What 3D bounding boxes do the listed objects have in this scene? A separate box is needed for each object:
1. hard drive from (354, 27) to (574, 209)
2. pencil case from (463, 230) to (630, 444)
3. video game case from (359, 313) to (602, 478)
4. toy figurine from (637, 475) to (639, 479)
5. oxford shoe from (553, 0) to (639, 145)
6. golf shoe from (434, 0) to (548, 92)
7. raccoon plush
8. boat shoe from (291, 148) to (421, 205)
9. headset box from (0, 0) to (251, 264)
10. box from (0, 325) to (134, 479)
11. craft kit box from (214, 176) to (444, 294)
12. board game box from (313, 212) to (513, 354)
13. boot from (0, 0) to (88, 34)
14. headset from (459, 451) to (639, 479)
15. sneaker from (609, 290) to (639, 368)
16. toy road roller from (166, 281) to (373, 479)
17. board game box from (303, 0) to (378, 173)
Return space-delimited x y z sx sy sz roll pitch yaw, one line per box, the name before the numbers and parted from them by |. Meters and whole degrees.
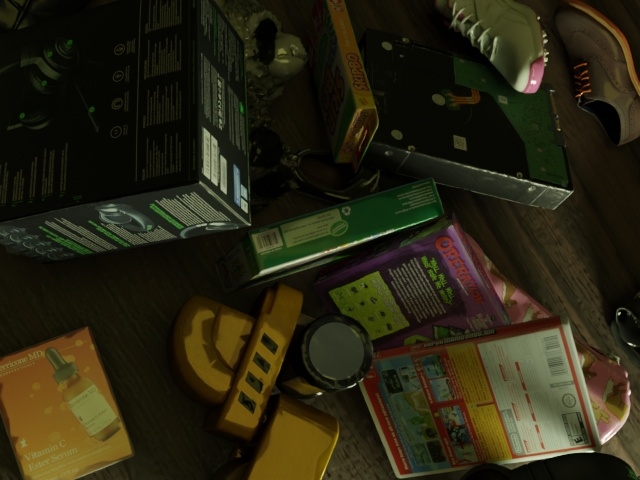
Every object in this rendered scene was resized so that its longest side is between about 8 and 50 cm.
hard drive | 0.217 -0.188 1.116 0.338 0.064 0.237 10 57 -15
pencil case | 0.270 0.146 1.061 0.386 0.160 0.167 39 61 -7
video game case | 0.207 0.216 0.959 0.285 0.025 0.204 -15 111 18
toy figurine | 0.552 0.455 1.108 0.213 0.148 0.210 -15 79 -17
oxford shoe | 0.477 -0.289 1.237 0.098 0.097 0.271 -37 92 -14
golf shoe | 0.260 -0.346 1.146 0.140 0.115 0.306 -8 55 -7
raccoon plush | -0.224 -0.181 0.951 0.446 0.216 0.299 -12 76 -18
boat shoe | 0.060 -0.088 1.080 0.233 0.079 0.084 11 76 -17
headset box | -0.234 -0.121 0.799 0.283 0.131 0.246 -11 68 15
box | -0.324 0.210 0.900 0.130 0.091 0.171 -20 87 -19
craft kit box | 0.000 0.000 0.956 0.249 0.246 0.061 -17 88 -19
board game box | 0.164 0.153 0.978 0.347 0.208 0.056 60 27 -16
boot | -0.433 -0.352 0.961 0.246 0.094 0.207 23 78 -19
headset | 0.261 0.431 0.968 0.394 0.185 0.243 -24 127 9
sneaker | 0.616 0.051 1.178 0.257 0.169 0.448 1 83 -19
toy road roller | -0.103 0.209 0.913 0.240 0.202 0.330 24 70 -8
board game box | 0.026 -0.233 1.027 0.039 0.124 0.260 -7 63 -18
